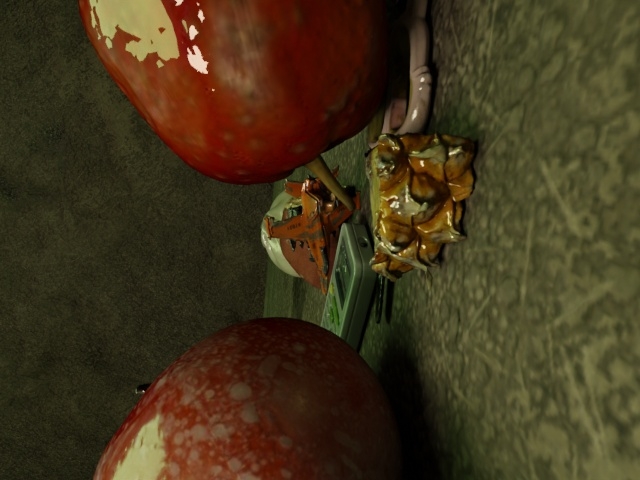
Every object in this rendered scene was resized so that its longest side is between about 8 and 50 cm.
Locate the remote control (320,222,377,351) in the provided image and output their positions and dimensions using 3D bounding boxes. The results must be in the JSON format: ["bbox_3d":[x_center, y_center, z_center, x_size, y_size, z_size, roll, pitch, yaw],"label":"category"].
[{"bbox_3d":[0.028,0.103,0.615,0.103,0.034,0.250,-100,17,-53],"label":"remote control"}]

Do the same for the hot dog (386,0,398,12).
[{"bbox_3d":[0.064,-0.313,0.510,0.192,0.053,0.099,-104,20,-47],"label":"hot dog"}]

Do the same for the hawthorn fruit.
[{"bbox_3d":[-0.048,-0.168,0.450,0.330,0.287,0.287,60,179,-17],"label":"hawthorn fruit"}]

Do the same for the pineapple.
[{"bbox_3d":[0.062,-0.033,0.368,0.116,0.069,0.137,-99,14,-48],"label":"pineapple"}]

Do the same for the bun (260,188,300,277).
[{"bbox_3d":[-0.051,-0.016,0.867,0.173,0.119,0.173,-179,90,-81],"label":"bun"}]

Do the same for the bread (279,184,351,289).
[{"bbox_3d":[-0.017,-0.014,0.724,0.067,0.119,0.192,-35,-37,-44],"label":"bread"}]

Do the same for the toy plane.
[{"bbox_3d":[-0.005,-0.006,0.616,0.062,0.135,0.188,54,155,41],"label":"toy plane"}]

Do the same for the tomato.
[{"bbox_3d":[-0.050,0.210,0.406,0.227,0.270,0.270,42,139,31],"label":"tomato"}]

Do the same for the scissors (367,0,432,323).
[{"bbox_3d":[0.069,-0.073,0.468,0.160,0.024,0.318,-153,67,-79],"label":"scissors"}]
